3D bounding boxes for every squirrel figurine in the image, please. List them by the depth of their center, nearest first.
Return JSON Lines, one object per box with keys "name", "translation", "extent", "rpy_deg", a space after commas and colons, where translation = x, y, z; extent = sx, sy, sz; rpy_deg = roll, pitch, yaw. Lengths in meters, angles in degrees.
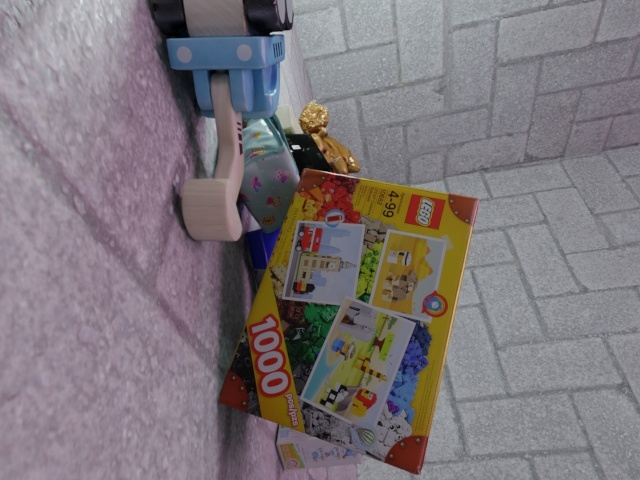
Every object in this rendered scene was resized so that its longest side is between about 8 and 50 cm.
{"name": "squirrel figurine", "translation": [-0.030, -0.433, 2.074], "extent": [0.397, 0.281, 0.370], "rpy_deg": [68, 15, 11]}

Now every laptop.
{"name": "laptop", "translation": [-0.074, -0.187, 1.388], "extent": [0.234, 0.136, 0.264], "rpy_deg": [-20, 77, -54]}

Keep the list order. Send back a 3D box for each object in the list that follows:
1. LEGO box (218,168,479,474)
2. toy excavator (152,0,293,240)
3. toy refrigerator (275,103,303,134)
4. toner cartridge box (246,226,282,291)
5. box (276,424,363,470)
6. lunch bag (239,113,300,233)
{"name": "LEGO box", "translation": [0.076, 0.140, 0.903], "extent": [0.193, 0.372, 0.500], "rpy_deg": [64, 41, -64]}
{"name": "toy excavator", "translation": [-0.171, -0.272, 0.865], "extent": [0.433, 0.222, 0.445], "rpy_deg": [-81, 169, -63]}
{"name": "toy refrigerator", "translation": [-0.128, -0.388, 1.632], "extent": [0.269, 0.102, 0.094], "rpy_deg": [47, 35, -78]}
{"name": "toner cartridge box", "translation": [-0.025, 0.019, 1.217], "extent": [0.348, 0.075, 0.165], "rpy_deg": [-16, 102, -39]}
{"name": "box", "translation": [-0.001, 0.503, 1.149], "extent": [0.114, 0.203, 0.103], "rpy_deg": [-87, 167, -65]}
{"name": "lunch bag", "translation": [-0.143, -0.188, 1.086], "extent": [0.223, 0.160, 0.262], "rpy_deg": [68, -3, -45]}
